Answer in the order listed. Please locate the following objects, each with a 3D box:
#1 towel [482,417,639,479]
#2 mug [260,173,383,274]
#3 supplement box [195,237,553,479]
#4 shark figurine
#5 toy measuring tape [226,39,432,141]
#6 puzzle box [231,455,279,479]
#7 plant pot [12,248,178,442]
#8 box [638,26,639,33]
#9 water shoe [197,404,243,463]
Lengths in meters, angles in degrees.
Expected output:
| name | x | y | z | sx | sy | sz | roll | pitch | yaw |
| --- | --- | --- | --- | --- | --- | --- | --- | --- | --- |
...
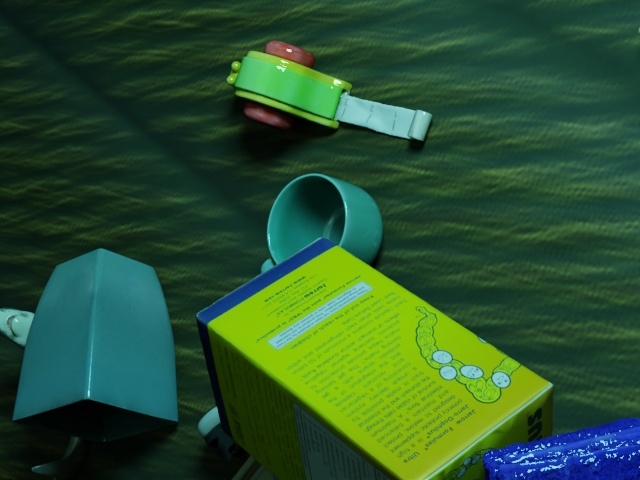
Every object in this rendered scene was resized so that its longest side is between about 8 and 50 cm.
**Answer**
| name | x | y | z | sx | sy | sz | roll | pitch | yaw |
| --- | --- | --- | --- | --- | --- | --- | --- | --- | --- |
| towel | 0.318 | 0.260 | 1.122 | 0.308 | 0.076 | 0.227 | -14 | 66 | 1 |
| mug | 0.003 | -0.009 | 1.547 | 0.158 | 0.097 | 0.129 | -10 | 74 | 40 |
| supplement box | 0.056 | 0.183 | 1.344 | 0.356 | 0.195 | 0.194 | 34 | 144 | 40 |
| shark figurine | -0.390 | 0.224 | 1.859 | 0.116 | 0.166 | 0.278 | -24 | 82 | 63 |
| toy measuring tape | -0.012 | -0.187 | 1.591 | 0.330 | 0.121 | 0.121 | 21 | 94 | 42 |
| puzzle box | -0.015 | 0.459 | 1.487 | 0.272 | 0.052 | 0.409 | -54 | 52 | 19 |
| plant pot | -0.311 | 0.144 | 1.750 | 0.166 | 0.165 | 0.234 | -20 | 60 | 36 |
| box | 0.429 | -0.309 | 1.288 | 0.136 | 0.036 | 0.225 | 19 | 92 | 42 |
| water shoe | -0.067 | 0.213 | 1.592 | 0.203 | 0.073 | 0.080 | -38 | 84 | 28 |
